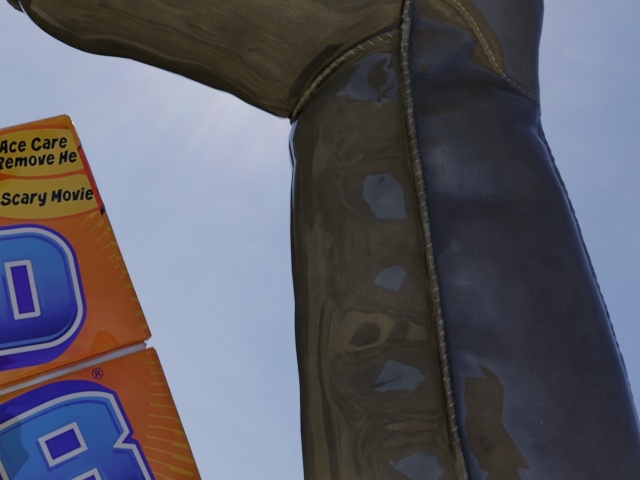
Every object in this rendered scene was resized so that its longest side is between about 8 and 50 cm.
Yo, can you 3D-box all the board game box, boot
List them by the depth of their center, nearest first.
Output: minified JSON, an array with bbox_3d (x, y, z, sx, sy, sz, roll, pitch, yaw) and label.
[{"bbox_3d":[-0.001,0.000,0.367,0.190,0.208,0.076,-2,-10,1],"label":"boot"},{"bbox_3d":[-0.332,0.165,0.934,0.356,0.356,0.356,-35,-106,62],"label":"board game box"}]
